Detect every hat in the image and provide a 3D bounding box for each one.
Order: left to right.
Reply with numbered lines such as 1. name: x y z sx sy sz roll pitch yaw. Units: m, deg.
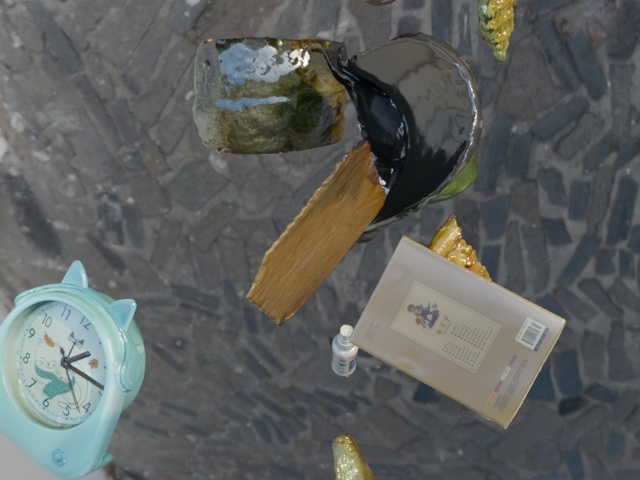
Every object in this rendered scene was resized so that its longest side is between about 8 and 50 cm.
1. hat: 0.138 -0.157 1.220 0.381 0.257 0.366 -3 88 44

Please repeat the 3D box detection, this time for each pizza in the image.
1. pizza: 0.164 0.061 0.941 0.131 0.041 0.178 14 102 -35

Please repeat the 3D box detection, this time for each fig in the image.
1. fig: 0.257 -0.211 1.906 0.203 0.203 0.235 -26 112 32

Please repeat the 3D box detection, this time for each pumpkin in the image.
1. pumpkin: -0.102 -0.292 1.508 0.303 0.256 0.225 2 105 27

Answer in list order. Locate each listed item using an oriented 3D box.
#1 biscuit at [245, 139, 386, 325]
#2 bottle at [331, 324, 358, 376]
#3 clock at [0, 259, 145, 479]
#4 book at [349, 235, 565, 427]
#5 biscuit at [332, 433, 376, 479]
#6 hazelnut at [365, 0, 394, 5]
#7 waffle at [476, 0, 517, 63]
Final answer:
1. biscuit: 0.000 0.000 0.984 0.013 0.237 0.232 37 173 19
2. bottle: 0.053 0.237 1.681 0.060 0.060 0.217 14 154 8
3. clock: -0.344 0.171 1.070 0.223 0.094 0.274 34 101 17
4. book: 0.147 0.100 0.847 0.198 0.016 0.138 29 100 10
5. biscuit: 0.076 0.509 1.364 0.078 0.335 0.329 -6 161 -10
6. hazelnut: 0.108 -0.463 1.394 0.086 0.086 0.086 9 128 12
7. waffle: 0.356 -0.495 1.560 0.054 0.204 0.223 9 165 26
